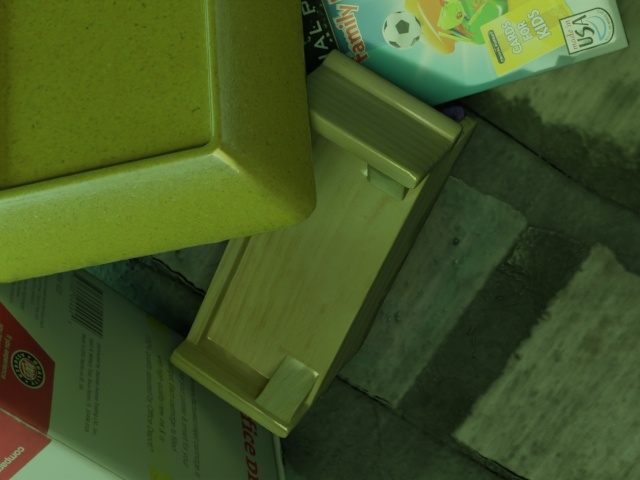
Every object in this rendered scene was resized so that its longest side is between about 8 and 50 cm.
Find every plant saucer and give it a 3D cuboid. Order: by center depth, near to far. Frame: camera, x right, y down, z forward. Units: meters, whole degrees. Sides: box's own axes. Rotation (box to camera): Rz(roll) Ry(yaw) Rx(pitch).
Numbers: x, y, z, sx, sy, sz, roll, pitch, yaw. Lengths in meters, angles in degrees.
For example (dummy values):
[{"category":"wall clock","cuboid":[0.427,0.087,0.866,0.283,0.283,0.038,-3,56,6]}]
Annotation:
[{"category":"plant saucer","cuboid":[-0.181,-0.153,1.208,0.332,0.081,0.333,-11,70,19]}]

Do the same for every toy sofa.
[{"category":"toy sofa","cuboid":[0.000,0.000,1.337,0.150,0.177,0.362,32,126,9]}]

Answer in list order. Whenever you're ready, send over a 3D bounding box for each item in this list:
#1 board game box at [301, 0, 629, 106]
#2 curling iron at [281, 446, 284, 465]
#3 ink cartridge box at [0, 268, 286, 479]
[{"category":"board game box","cuboid":[0.097,-0.261,1.301,0.336,0.079,0.254,-16,106,14]},{"category":"curling iron","cuboid":[-0.140,0.317,1.563,0.068,0.035,0.274,44,109,-7]},{"category":"ink cartridge box","cuboid":[-0.224,0.194,1.343,0.384,0.279,0.160,37,112,-27]}]
